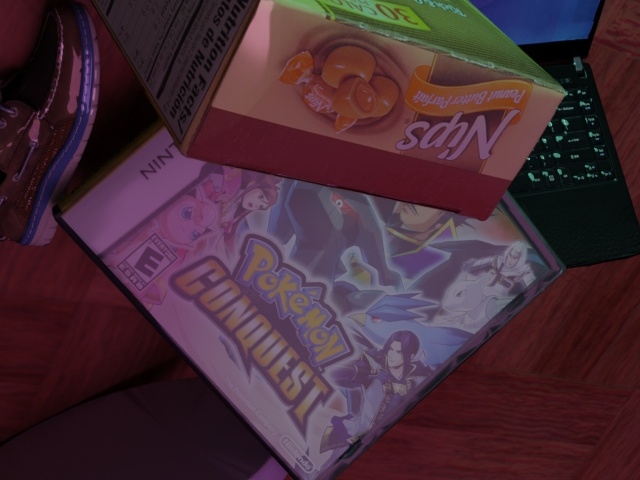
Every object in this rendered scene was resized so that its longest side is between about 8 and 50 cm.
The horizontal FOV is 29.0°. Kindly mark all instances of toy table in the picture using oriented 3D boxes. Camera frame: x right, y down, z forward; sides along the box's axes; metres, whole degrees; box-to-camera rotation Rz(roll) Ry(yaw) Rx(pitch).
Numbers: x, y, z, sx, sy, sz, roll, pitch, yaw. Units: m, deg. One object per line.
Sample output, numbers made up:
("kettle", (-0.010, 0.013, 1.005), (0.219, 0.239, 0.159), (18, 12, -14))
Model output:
("toy table", (-0.131, 0.228, 0.981), (0.274, 0.252, 0.161), (-10, 124, 18))

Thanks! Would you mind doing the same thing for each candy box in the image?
("candy box", (-0.032, -0.144, 0.670), (0.183, 0.316, 0.088), (10, 120, -35))

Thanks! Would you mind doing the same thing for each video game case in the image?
("video game case", (0.000, 0.000, 0.855), (0.248, 0.035, 0.275), (-41, 108, -5))

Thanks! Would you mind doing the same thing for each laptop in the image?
("laptop", (0.146, -0.114, 0.919), (0.234, 0.264, 0.136), (-9, 167, -23))

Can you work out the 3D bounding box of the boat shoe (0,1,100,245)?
("boat shoe", (-0.192, -0.072, 0.810), (0.066, 0.066, 0.183), (2, 123, -29))
